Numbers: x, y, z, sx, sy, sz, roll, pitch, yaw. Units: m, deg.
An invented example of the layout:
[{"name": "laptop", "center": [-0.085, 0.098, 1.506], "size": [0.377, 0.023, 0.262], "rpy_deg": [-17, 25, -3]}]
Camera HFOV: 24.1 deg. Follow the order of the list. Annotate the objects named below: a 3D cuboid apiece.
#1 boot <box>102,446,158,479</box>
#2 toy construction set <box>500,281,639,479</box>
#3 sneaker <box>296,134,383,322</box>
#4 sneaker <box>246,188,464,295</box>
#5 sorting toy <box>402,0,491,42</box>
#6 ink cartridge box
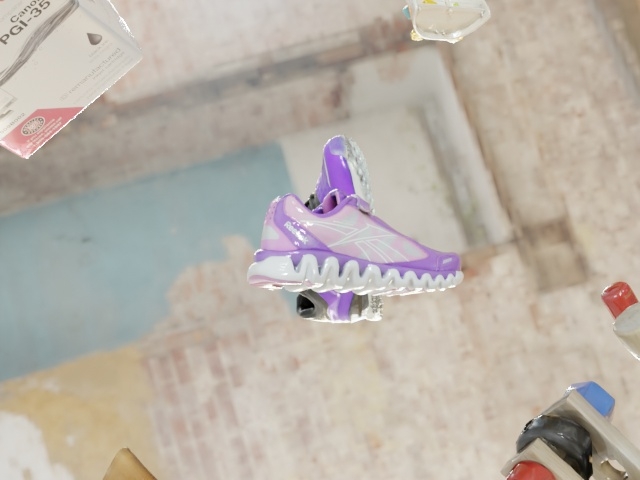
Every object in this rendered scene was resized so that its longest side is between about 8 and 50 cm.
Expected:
[{"name": "boot", "center": [-0.095, 0.295, 1.454], "size": [0.280, 0.264, 0.096], "rpy_deg": [38, 20, 27]}, {"name": "toy construction set", "center": [0.280, 0.182, 1.031], "size": [0.237, 0.257, 0.309], "rpy_deg": [55, 21, -19]}, {"name": "sneaker", "center": [0.000, 0.001, 1.930], "size": [0.102, 0.146, 0.293], "rpy_deg": [-97, 180, -51]}, {"name": "sneaker", "center": [0.040, 0.002, 1.513], "size": [0.095, 0.236, 0.104], "rpy_deg": [-18, -111, 62]}, {"name": "sorting toy", "center": [0.106, -0.229, 1.419], "size": [0.045, 0.083, 0.075], "rpy_deg": [-57, -138, 46]}, {"name": "ink cartridge box", "center": [-0.368, -0.237, 1.718], "size": [0.117, 0.207, 0.283], "rpy_deg": [55, 9, 26]}]
